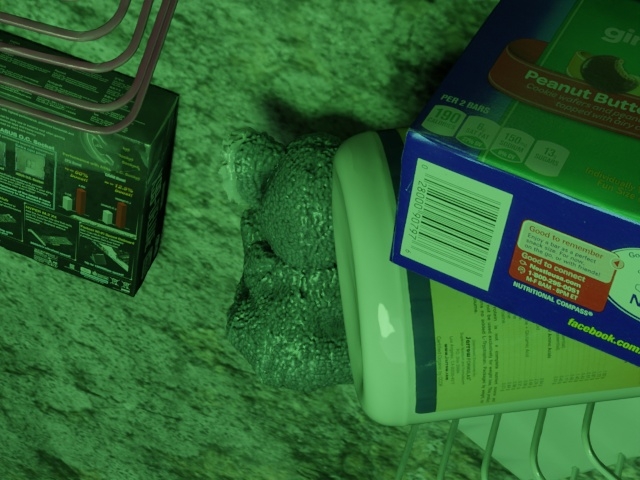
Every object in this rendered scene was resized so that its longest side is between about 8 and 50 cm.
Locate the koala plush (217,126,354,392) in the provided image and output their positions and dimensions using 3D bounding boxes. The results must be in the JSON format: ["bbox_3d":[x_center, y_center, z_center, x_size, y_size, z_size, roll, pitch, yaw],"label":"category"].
[{"bbox_3d":[0.000,0.000,1.247,0.196,0.203,0.221,13,129,11],"label":"koala plush"}]

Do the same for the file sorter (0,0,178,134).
[{"bbox_3d":[-0.198,-0.216,0.988,0.182,0.202,0.291,16,167,0],"label":"file sorter"}]

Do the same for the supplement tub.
[{"bbox_3d":[0.176,0.015,1.068,0.316,0.228,0.228,-6,139,-3],"label":"supplement tub"}]

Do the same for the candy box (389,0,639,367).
[{"bbox_3d":[0.230,-0.071,0.898,0.268,0.317,0.122,22,135,15],"label":"candy box"}]

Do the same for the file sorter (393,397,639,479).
[{"bbox_3d":[0.234,0.220,1.384,0.193,0.173,0.277,39,138,-21],"label":"file sorter"}]

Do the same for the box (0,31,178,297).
[{"bbox_3d":[-0.302,-0.088,1.361,0.307,0.076,0.242,19,141,4],"label":"box"}]
